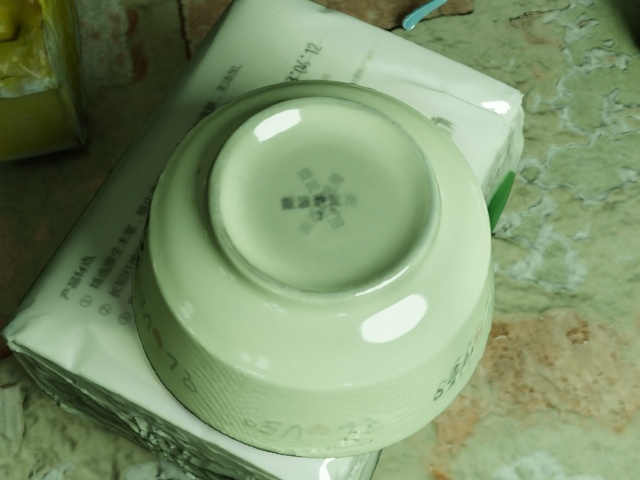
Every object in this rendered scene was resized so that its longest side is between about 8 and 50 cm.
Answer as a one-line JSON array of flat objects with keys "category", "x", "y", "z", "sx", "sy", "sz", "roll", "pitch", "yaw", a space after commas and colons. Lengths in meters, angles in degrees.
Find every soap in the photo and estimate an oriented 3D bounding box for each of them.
[{"category": "soap", "x": -0.401, "y": -0.204, "z": 0.901, "sx": 0.335, "sy": 0.156, "sz": 0.293, "roll": -12, "pitch": 59, "yaw": -3}]

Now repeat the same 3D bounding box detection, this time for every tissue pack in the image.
[{"category": "tissue pack", "x": -0.026, "y": 0.009, "z": 0.744, "sx": 0.266, "sy": 0.194, "sz": 0.356, "roll": 25, "pitch": 66, "yaw": 11}]

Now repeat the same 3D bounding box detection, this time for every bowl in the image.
[{"category": "bowl", "x": 0.000, "y": 0.000, "z": 0.574, "sx": 0.238, "sy": 0.126, "sz": 0.237, "roll": 1, "pitch": 65, "yaw": -3}]

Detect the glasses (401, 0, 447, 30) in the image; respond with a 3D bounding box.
[{"category": "glasses", "x": 0.133, "y": -0.321, "z": 0.999, "sx": 0.220, "sy": 0.088, "sz": 0.189, "roll": -44, "pitch": 68, "yaw": 4}]
